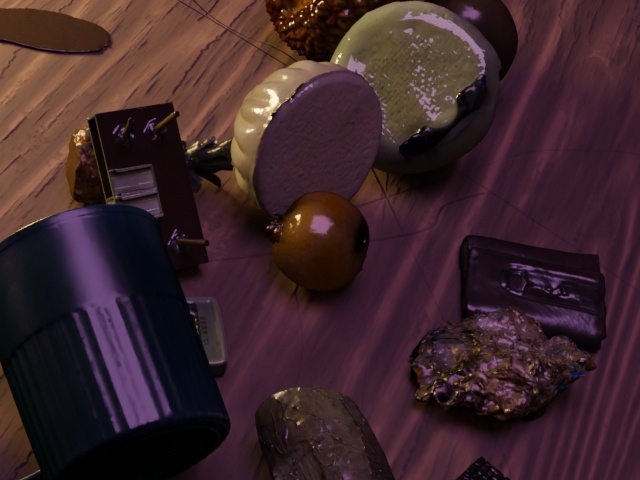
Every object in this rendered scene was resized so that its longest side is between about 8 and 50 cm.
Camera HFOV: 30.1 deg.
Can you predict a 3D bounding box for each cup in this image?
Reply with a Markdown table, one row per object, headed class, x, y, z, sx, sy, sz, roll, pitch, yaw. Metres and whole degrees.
| class | x | y | z | sx | sy | sz | roll | pitch | yaw |
| --- | --- | --- | --- | --- | --- | --- | --- | --- | --- |
| cup | -0.286 | 0.149 | 1.423 | 0.308 | 0.242 | 0.292 | -14 | 64 | -27 |

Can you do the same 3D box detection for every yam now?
| class | x | y | z | sx | sy | sz | roll | pitch | yaw |
| --- | --- | --- | --- | --- | --- | --- | --- | --- | --- |
| yam | 0.018 | 0.304 | 1.464 | 0.154 | 0.154 | 0.254 | -3 | 45 | -20 |

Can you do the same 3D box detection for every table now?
| class | x | y | z | sx | sy | sz | roll | pitch | yaw |
| --- | --- | --- | --- | --- | --- | --- | --- | --- | --- |
| table | -0.232 | -0.074 | 1.679 | 0.121 | 0.111 | 0.240 | -14 | 92 | -28 |

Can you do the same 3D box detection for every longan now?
| class | x | y | z | sx | sy | sz | roll | pitch | yaw |
| --- | --- | --- | --- | --- | --- | --- | --- | --- | --- |
| longan | 0.254 | -0.355 | 2.121 | 0.196 | 0.220 | 0.196 | 2 | 84 | -18 |

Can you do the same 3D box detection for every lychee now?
| class | x | y | z | sx | sy | sz | roll | pitch | yaw |
| --- | --- | --- | --- | --- | --- | --- | --- | --- | --- |
| lychee | 0.046 | -0.436 | 2.106 | 0.267 | 0.267 | 0.267 | 9 | 45 | -9 |

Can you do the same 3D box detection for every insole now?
| class | x | y | z | sx | sy | sz | roll | pitch | yaw |
| --- | --- | --- | --- | --- | --- | --- | --- | --- | --- |
| insole | -0.524 | -0.365 | 2.028 | 0.328 | 0.007 | 0.111 | 4 | 45 | -14 |

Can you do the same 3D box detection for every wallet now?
| class | x | y | z | sx | sy | sz | roll | pitch | yaw |
| --- | --- | --- | --- | --- | --- | --- | --- | --- | --- |
| wallet | 0.329 | 0.073 | 1.847 | 0.229 | 0.049 | 0.182 | 11 | 48 | -5 |

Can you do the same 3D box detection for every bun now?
| class | x | y | z | sx | sy | sz | roll | pitch | yaw |
| --- | --- | --- | --- | --- | --- | --- | --- | --- | --- |
| bun | 0.153 | -0.245 | 1.989 | 0.293 | 0.187 | 0.293 | -1 | 79 | 5 |
| bun | -0.047 | -0.169 | 1.831 | 0.263 | 0.263 | 0.175 | -22 | 41 | -33 |

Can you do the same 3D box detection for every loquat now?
| class | x | y | z | sx | sy | sz | roll | pitch | yaw |
| --- | --- | --- | --- | --- | --- | --- | --- | --- | --- |
| loquat | 0.000 | 0.000 | 1.749 | 0.163 | 0.137 | 0.163 | 6 | 74 | -23 |

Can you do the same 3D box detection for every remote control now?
| class | x | y | z | sx | sy | sz | roll | pitch | yaw |
| --- | --- | --- | --- | --- | --- | --- | --- | --- | --- |
| remote control | -0.271 | 0.132 | 1.608 | 0.285 | 0.038 | 0.123 | 1 | 48 | -16 |

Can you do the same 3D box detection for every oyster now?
| class | x | y | z | sx | sy | sz | roll | pitch | yaw |
| --- | --- | --- | --- | --- | --- | --- | --- | --- | --- |
| oyster | 0.258 | 0.180 | 1.696 | 0.260 | 0.092 | 0.198 | 12 | 41 | -2 |

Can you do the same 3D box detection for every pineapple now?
| class | x | y | z | sx | sy | sz | roll | pitch | yaw |
| --- | --- | --- | --- | --- | --- | --- | --- | --- | --- |
| pineapple | -0.256 | -0.116 | 1.797 | 0.248 | 0.128 | 0.128 | -2 | 48 | -24 |

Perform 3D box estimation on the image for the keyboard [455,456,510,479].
| class | x | y | z | sx | sy | sz | roll | pitch | yaw |
| --- | --- | --- | --- | --- | --- | --- | --- | --- | --- |
| keyboard | 0.282 | 0.373 | 1.562 | 0.231 | 0.023 | 0.072 | 39 | 46 | 20 |
